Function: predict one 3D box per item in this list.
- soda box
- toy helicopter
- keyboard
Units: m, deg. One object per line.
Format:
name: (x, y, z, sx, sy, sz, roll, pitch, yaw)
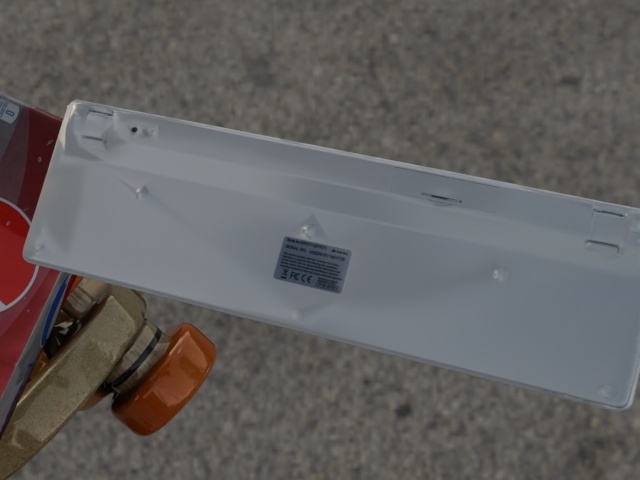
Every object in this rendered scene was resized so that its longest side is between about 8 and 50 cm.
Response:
soda box: (-0.203, 0.051, 0.743, 0.092, 0.083, 0.263, 25, 86, -4)
toy helicopter: (-0.222, 0.103, 1.016, 0.235, 0.140, 0.355, -49, 14, -3)
keyboard: (0.000, 0.000, 0.510, 0.256, 0.014, 0.072, 13, 88, 23)
